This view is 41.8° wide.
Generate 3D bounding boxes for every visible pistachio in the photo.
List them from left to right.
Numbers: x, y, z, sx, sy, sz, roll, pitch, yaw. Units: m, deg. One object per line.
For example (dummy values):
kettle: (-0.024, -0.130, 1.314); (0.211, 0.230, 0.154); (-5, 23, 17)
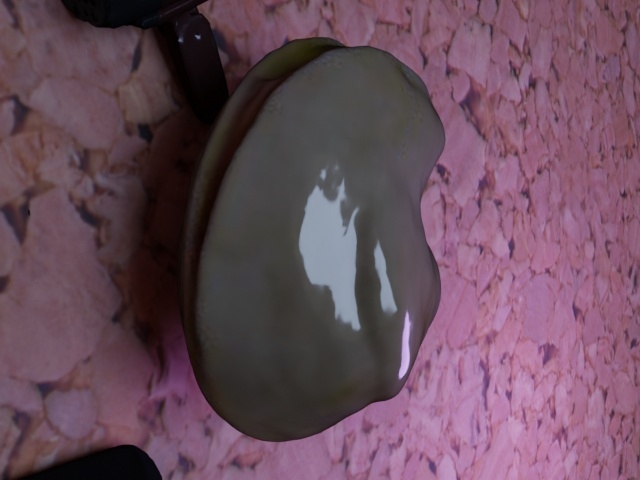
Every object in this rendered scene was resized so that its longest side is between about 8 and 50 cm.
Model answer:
pistachio: (0.000, 0.000, 0.923); (0.365, 0.281, 0.445); (28, 76, -50)

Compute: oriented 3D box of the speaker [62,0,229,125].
speaker: (-0.122, -0.299, 0.913); (0.329, 0.198, 0.259); (-40, 161, -23)

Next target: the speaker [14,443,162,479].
speaker: (-0.265, 0.324, 0.717); (0.388, 0.184, 0.180); (-9, 99, -49)
